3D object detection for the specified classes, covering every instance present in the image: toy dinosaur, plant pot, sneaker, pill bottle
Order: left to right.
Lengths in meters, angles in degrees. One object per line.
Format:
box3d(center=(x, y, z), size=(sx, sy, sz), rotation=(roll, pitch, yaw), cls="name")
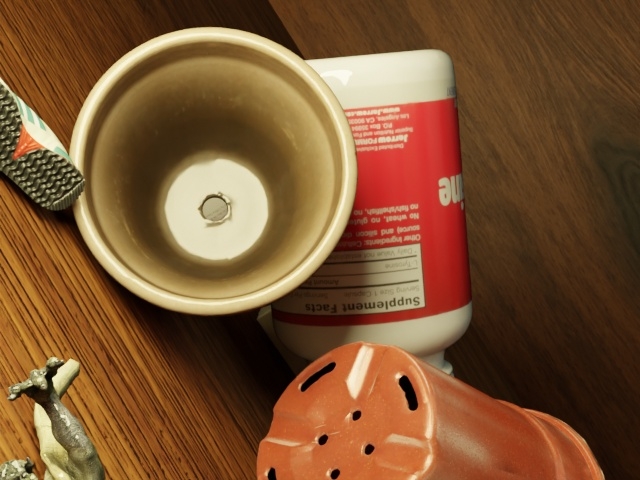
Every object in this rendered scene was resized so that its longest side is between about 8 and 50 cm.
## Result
box3d(center=(-0.267, -0.094, 1.126), size=(0.161, 0.057, 0.075), rotation=(49, -4, -34), cls="sneaker")
box3d(center=(-0.162, 0.147, 0.835), size=(0.118, 0.064, 0.268), rotation=(68, -1, -46), cls="toy dinosaur")
box3d(center=(-0.101, -0.046, 1.294), size=(0.263, 0.263, 0.229), rotation=(59, -8, 7), cls="plant pot")
box3d(center=(0.051, -0.001, 1.494), size=(0.229, 0.229, 0.407), rotation=(-52, 138, -80), cls="pill bottle")
box3d(center=(0.095, 0.239, 1.288), size=(0.265, 0.272, 0.272), rotation=(37, 21, -41), cls="plant pot")

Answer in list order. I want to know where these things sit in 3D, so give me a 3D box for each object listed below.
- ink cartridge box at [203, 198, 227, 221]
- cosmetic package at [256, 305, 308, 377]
box3d(center=(-0.101, -0.044, 1.594), size=(0.181, 0.104, 0.061), rotation=(55, 10, -21), cls="ink cartridge box")
box3d(center=(-0.027, 0.123, 1.618), size=(0.115, 0.041, 0.060), rotation=(56, 10, -10), cls="cosmetic package")
